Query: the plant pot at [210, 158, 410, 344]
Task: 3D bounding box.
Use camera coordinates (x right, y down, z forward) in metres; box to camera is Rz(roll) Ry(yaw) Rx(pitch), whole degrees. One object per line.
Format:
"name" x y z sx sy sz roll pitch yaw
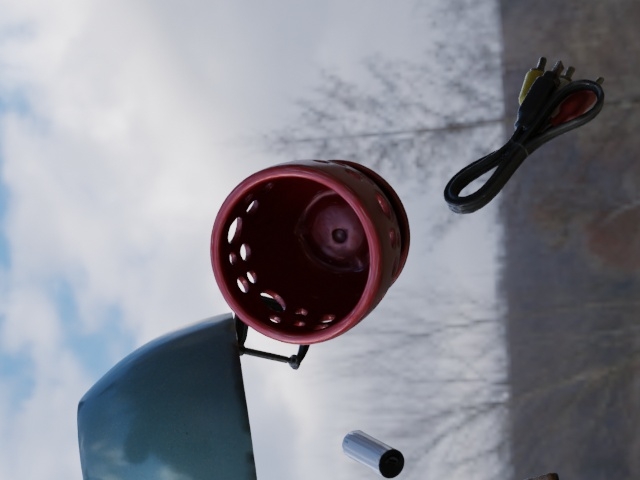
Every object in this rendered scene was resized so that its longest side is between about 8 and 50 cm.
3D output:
"plant pot" 0.000 0.000 1.378 0.174 0.191 0.191 -31 -63 -66

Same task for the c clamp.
"c clamp" -0.078 0.149 1.858 0.161 0.022 0.137 9 -104 -35

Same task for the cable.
"cable" 0.290 -0.134 1.748 0.287 0.139 0.072 -56 -35 -14

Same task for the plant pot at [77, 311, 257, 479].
"plant pot" -0.181 0.240 1.511 0.290 0.195 0.290 173 90 -84

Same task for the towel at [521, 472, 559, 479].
"towel" 0.271 0.557 2.136 0.040 0.370 0.271 11 -118 -47

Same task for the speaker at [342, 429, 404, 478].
"speaker" 0.094 0.382 2.289 0.136 0.055 0.055 15 115 60
